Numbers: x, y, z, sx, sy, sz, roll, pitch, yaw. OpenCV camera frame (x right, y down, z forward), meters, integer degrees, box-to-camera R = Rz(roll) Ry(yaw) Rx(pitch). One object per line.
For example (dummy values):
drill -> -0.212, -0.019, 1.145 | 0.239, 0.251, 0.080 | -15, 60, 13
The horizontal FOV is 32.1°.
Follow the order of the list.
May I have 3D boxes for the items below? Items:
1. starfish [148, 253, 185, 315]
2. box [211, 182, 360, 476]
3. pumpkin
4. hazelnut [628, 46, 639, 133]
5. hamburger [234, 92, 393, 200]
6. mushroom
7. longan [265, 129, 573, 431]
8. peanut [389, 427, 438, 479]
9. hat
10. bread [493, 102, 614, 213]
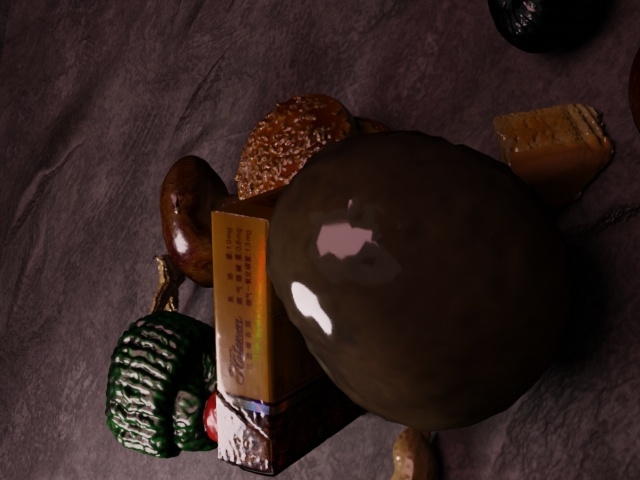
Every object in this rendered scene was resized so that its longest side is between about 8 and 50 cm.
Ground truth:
starfish -> -0.311, 0.105, 2.299 | 0.231, 0.048, 0.295 | 89, -167, -60
box -> -0.047, 0.130, 1.747 | 0.116, 0.264, 0.415 | 10, 110, 31
pumpkin -> 0.346, -0.387, 1.717 | 0.202, 0.140, 0.202 | -26, 60, 60
hazelnut -> 0.507, -0.183, 1.391 | 0.229, 0.229, 0.229 | -24, 57, 43
hamburger -> -0.006, -0.113, 1.959 | 0.291, 0.225, 0.291 | -21, 59, 40
mushroom -> -0.207, -0.037, 2.201 | 0.267, 0.255, 0.267 | -176, 90, -71
longan -> 0.148, 0.049, 1.544 | 0.404, 0.436, 0.404 | -16, 34, 11
peanut -> 0.138, 0.368, 1.695 | 0.080, 0.080, 0.174 | -19, 57, 46
hat -> -0.226, 0.291, 2.098 | 0.332, 0.242, 0.274 | 14, 97, 28
bread -> 0.341, -0.111, 1.674 | 0.160, 0.169, 0.140 | 89, 168, -51
